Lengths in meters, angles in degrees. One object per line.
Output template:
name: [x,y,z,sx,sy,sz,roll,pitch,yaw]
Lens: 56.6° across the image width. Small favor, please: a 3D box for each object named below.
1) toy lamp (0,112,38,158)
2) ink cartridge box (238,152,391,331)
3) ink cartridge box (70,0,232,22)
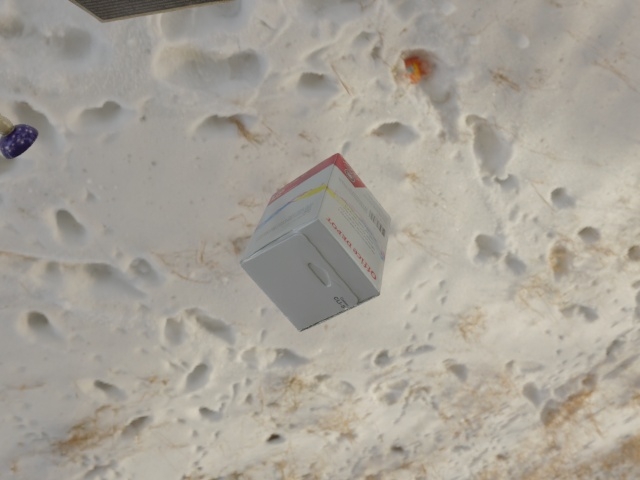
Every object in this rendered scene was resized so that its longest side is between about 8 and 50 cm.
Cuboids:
toy lamp: [-0.562,-0.245,0.909,0.080,0.080,0.274,-29,133,5]
ink cartridge box: [0.000,0.000,0.761,0.127,0.176,0.128,-29,112,26]
ink cartridge box: [-0.157,-0.348,0.574,0.193,0.234,0.088,3,172,27]
